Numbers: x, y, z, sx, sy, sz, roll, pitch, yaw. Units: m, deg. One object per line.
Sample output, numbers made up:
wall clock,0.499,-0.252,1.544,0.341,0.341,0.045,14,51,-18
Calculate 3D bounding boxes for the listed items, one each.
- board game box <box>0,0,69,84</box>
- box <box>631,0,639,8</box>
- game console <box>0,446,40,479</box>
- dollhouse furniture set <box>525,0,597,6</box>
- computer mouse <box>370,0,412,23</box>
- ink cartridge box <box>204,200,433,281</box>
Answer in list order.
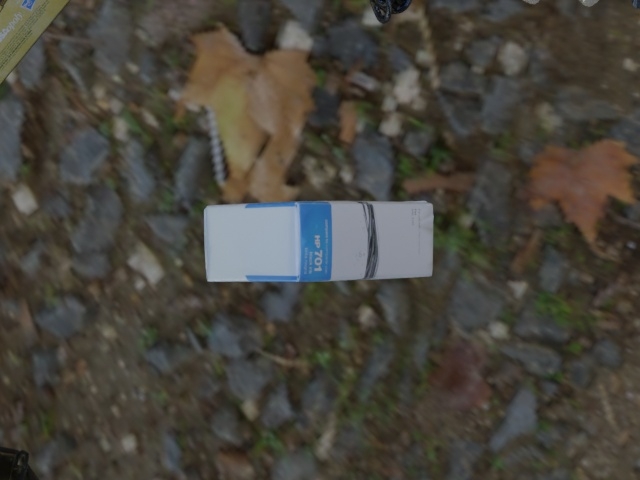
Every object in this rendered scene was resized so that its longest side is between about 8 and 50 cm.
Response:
board game box,-0.234,-0.082,0.798,0.243,0.042,0.165,-49,134,8
box,0.499,-0.392,1.750,0.395,0.293,0.212,0,66,9
game console,-0.227,0.204,1.200,0.107,0.122,0.071,13,138,-10
dollhouse furniture set,0.310,-0.218,1.415,0.303,0.286,0.198,24,129,-25
computer mouse,0.057,-0.269,1.183,0.060,0.262,0.184,-11,78,-7
ink cartridge box,0.000,0.000,1.802,0.191,0.140,0.082,1,89,-43
